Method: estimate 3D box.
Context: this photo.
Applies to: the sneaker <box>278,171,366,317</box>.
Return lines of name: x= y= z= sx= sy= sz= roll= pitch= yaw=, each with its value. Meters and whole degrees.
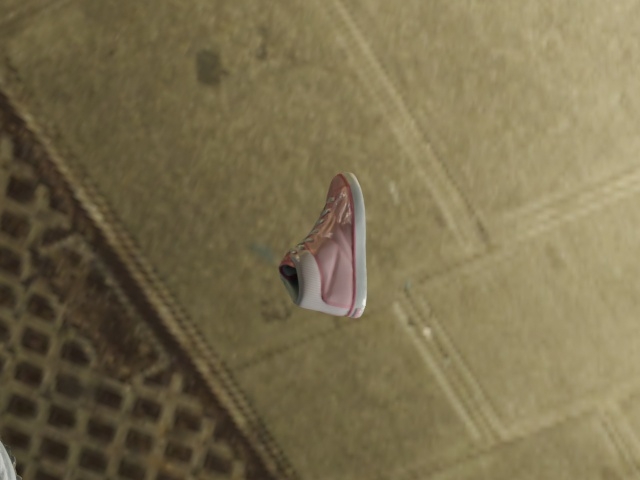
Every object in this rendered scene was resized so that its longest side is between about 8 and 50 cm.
sneaker: x=0.000 y=0.000 z=1.480 sx=0.070 sy=0.134 sz=0.051 roll=4 pitch=153 yaw=-12

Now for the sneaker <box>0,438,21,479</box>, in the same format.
sneaker: x=-0.296 y=0.248 z=1.349 sx=0.108 sy=0.271 sz=0.100 roll=16 pitch=147 yaw=-36
